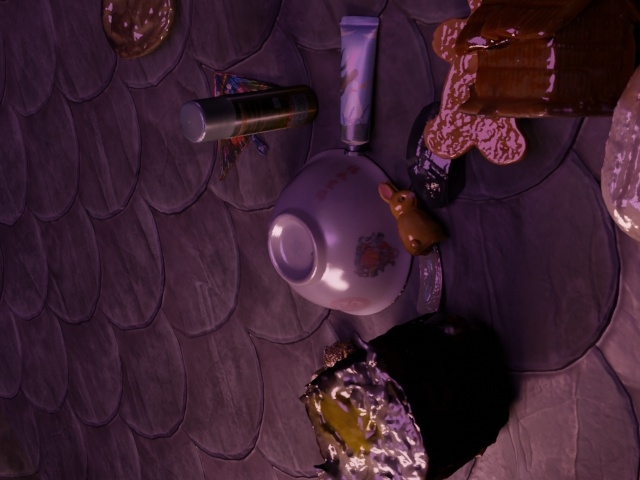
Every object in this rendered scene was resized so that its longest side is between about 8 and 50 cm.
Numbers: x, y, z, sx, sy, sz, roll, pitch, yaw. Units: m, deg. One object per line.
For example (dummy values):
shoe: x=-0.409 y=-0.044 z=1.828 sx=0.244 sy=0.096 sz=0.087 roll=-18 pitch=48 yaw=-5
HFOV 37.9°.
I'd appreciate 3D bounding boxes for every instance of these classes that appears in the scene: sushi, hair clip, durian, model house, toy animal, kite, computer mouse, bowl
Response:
sushi: x=0.152 y=0.290 z=1.630 sx=0.281 sy=0.294 sz=0.299 roll=58 pitch=135 yaw=15
hair clip: x=0.198 y=0.069 z=1.711 sx=0.054 sy=0.022 sz=0.137 roll=1 pitch=94 yaw=46
durian: x=0.043 y=0.240 z=1.898 sx=0.080 sy=0.091 sz=0.080 roll=-2 pitch=82 yaw=12
model house: x=0.329 y=-0.284 z=1.329 sx=0.199 sy=0.219 sz=0.229 roll=18 pitch=109 yaw=53
toy animal: x=0.154 y=-0.050 z=1.676 sx=0.070 sy=0.083 sz=0.159 roll=-42 pitch=63 yaw=30
kite: x=-0.182 y=-0.273 z=2.015 sx=0.234 sy=0.016 sz=0.321 roll=57 pitch=135 yaw=17
computer mouse: x=0.196 y=-0.144 z=1.620 sx=0.105 sy=0.062 sz=0.192 roll=23 pitch=119 yaw=40
bowl: x=0.000 y=0.000 z=1.805 sx=0.345 sy=0.157 sz=0.346 roll=17 pitch=113 yaw=44

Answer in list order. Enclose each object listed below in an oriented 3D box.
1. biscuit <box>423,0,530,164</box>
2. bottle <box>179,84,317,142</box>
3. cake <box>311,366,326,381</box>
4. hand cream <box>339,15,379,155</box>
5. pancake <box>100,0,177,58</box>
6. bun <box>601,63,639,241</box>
biscuit: x=0.277 y=-0.290 z=1.488 sx=0.216 sy=0.047 sz=0.340 roll=12 pitch=104 yaw=35
bottle: x=-0.133 y=-0.243 z=1.771 sx=0.082 sy=0.286 sz=0.082 roll=17 pitch=114 yaw=42
cake: x=0.051 y=0.309 z=1.945 sx=0.140 sy=0.055 sz=0.051 roll=17 pitch=114 yaw=23
hand cream: x=0.068 y=-0.286 z=1.728 sx=0.088 sy=0.055 sz=0.256 roll=12 pitch=105 yaw=40
pancake: x=-0.428 y=-0.560 z=2.163 sx=0.294 sy=0.049 sz=0.295 roll=12 pitch=108 yaw=42
bun: x=0.544 y=-0.110 z=1.147 sx=0.365 sy=0.219 sz=0.365 roll=-8 pitch=80 yaw=48
